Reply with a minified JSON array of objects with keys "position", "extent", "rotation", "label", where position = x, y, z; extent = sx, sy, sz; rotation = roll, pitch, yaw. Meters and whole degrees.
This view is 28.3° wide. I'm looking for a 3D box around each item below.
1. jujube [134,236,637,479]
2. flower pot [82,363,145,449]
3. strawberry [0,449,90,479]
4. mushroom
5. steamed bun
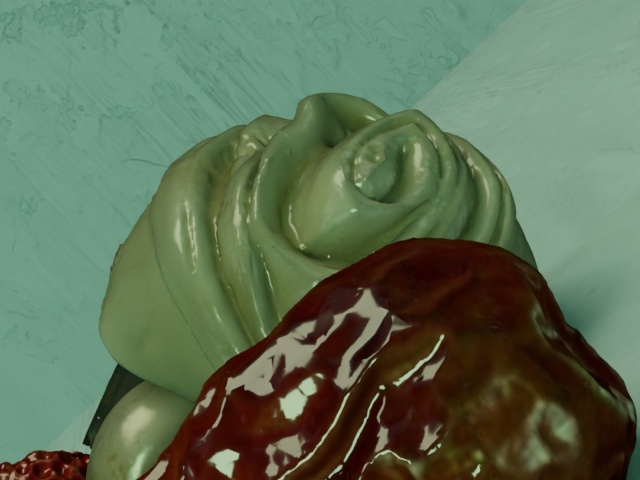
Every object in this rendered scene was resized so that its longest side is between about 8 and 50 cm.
[{"position":[0.007,0.145,0.703],"extent":[0.342,0.216,0.216],"rotation":[-41,8,-4],"label":"jujube"},{"position":[-0.149,0.180,1.203],"extent":[0.107,0.157,0.157],"rotation":[-61,12,-11],"label":"flower pot"},{"position":[-0.233,0.308,1.153],"extent":[0.205,0.205,0.244],"rotation":[-42,21,1],"label":"strawberry"},{"position":[-0.089,0.199,1.047],"extent":[0.209,0.206,0.206],"rotation":[-10,25,32],"label":"mushroom"},{"position":[0.007,-0.004,0.993],"extent":[0.309,0.324,0.219],"rotation":[-28,-45,-39],"label":"steamed bun"}]
